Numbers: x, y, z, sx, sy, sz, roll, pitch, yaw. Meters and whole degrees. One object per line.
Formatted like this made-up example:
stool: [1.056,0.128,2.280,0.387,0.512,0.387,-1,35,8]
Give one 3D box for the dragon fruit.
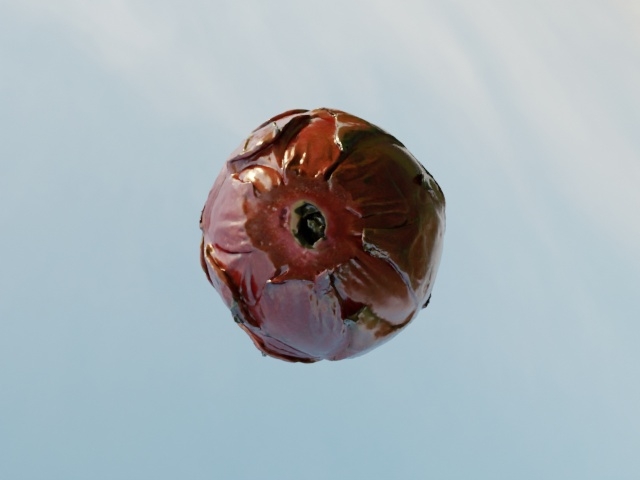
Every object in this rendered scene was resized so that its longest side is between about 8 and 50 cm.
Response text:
dragon fruit: [0.002,-0.005,1.101,0.241,0.252,0.241,2,-116,-4]
